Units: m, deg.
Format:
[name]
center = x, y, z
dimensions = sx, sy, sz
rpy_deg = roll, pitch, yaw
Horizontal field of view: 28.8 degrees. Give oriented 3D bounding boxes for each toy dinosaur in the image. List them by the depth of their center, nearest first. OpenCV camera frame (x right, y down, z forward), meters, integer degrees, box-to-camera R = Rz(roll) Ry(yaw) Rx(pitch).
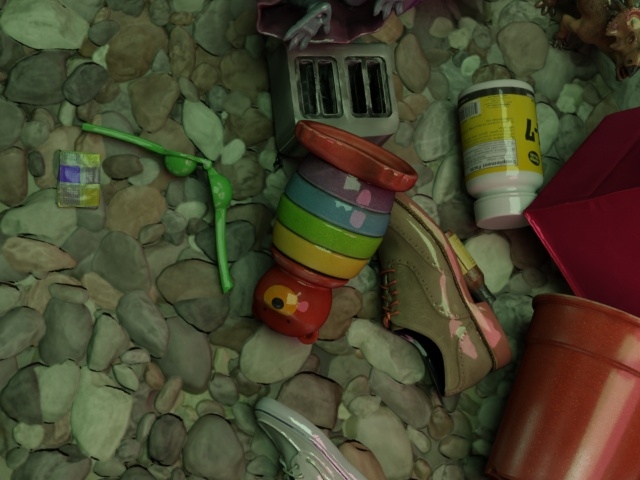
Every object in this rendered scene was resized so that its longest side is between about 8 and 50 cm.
[toy dinosaur]
center = 0.450, -0.384, 1.962
dimensions = 0.127, 0.200, 0.295
rpy_deg = -17, 82, -21

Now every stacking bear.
[stacking bear]
center = 0.000, 0.000, 1.717
dimensions = 0.175, 0.164, 0.289
rpy_deg = 27, 102, 9

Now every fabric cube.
[fabric cube]
center = 0.505, -0.035, 1.814
dimensions = 0.258, 0.259, 0.254
rpy_deg = -46, 110, -33

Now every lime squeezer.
[lime squeezer]
center = -0.196, -0.078, 1.769
dimensions = 0.110, 0.059, 0.310
rpy_deg = -41, 93, 8

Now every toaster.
[toaster]
center = 0.015, -0.204, 1.827
dimensions = 0.168, 0.110, 0.185
rpy_deg = -2, 77, -17

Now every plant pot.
[plant pot]
center = 0.375, 0.253, 1.761
dimensions = 0.272, 0.272, 0.265
rpy_deg = 28, 78, -9

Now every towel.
[towel]
center = -0.336, -0.084, 1.739
dimensions = 0.060, 0.009, 0.083
rpy_deg = 5, 75, -16

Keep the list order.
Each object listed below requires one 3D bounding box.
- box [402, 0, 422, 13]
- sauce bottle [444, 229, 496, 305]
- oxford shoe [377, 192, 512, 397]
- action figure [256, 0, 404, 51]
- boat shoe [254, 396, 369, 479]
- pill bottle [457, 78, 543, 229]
[box]
center = 0.167, -0.513, 1.949
dimensions = 0.243, 0.117, 0.213
rpy_deg = -35, 89, -22
[sauce bottle]
center = 0.215, 0.044, 1.866
dimensions = 0.042, 0.042, 0.128
rpy_deg = -34, 89, -22
[oxford shoe]
center = 0.134, 0.064, 1.794
dimensions = 0.130, 0.123, 0.348
rpy_deg = -34, 87, -16
[action figure]
center = -0.030, -0.438, 1.784
dimensions = 0.248, 0.275, 0.370
rpy_deg = 4, 43, -25
[boat shoe]
center = -0.013, 0.310, 1.704
dimensions = 0.226, 0.083, 0.076
rpy_deg = 41, 67, -5
[pill bottle]
center = 0.274, -0.128, 1.886
dimensions = 0.119, 0.119, 0.208
rpy_deg = 0, 77, -18
